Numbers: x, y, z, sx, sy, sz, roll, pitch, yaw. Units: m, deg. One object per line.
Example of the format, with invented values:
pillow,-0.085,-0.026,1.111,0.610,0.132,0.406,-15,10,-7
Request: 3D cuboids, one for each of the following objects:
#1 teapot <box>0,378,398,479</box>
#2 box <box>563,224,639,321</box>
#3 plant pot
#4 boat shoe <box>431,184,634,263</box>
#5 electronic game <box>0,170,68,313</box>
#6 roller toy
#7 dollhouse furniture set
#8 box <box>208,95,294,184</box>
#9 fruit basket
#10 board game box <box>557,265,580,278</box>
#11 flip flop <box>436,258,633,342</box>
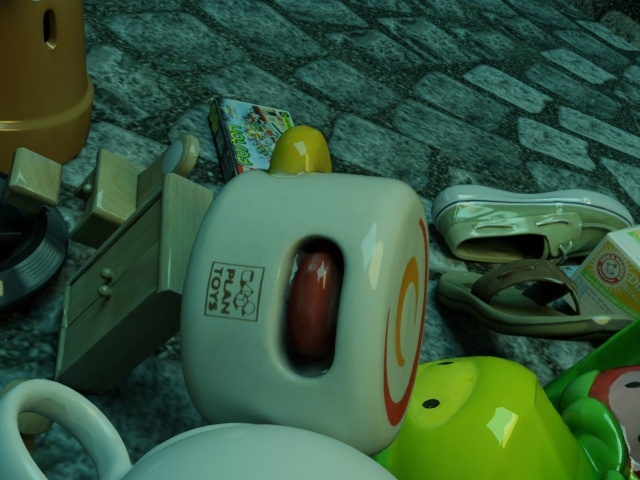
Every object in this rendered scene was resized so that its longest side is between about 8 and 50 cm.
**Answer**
teapot,-0.054,0.199,0.516,0.252,0.256,0.187,-6,28,-20
box,0.412,0.090,1.067,0.103,0.114,0.203,-10,51,-41
plant pot,-0.386,-0.235,0.972,0.290,0.204,0.291,16,31,-10
boat shoe,0.294,-0.007,1.191,0.302,0.109,0.094,3,51,-15
electronic game,-0.348,-0.005,0.796,0.229,0.048,0.229,12,34,-8
roller toy,-0.010,0.045,0.613,0.146,0.209,0.191,6,38,16
dollhouse furniture set,-0.270,-0.028,0.640,0.355,0.173,0.303,26,41,-33
box,-0.078,-0.115,1.152,0.114,0.036,0.207,8,35,-23
fruit basket,0.195,0.186,0.692,0.392,0.283,0.392,30,33,-22
board game box,0.373,0.069,1.184,0.090,0.020,0.090,-1,39,-34
flip flop,0.220,0.055,0.948,0.112,0.080,0.277,7,7,-23
